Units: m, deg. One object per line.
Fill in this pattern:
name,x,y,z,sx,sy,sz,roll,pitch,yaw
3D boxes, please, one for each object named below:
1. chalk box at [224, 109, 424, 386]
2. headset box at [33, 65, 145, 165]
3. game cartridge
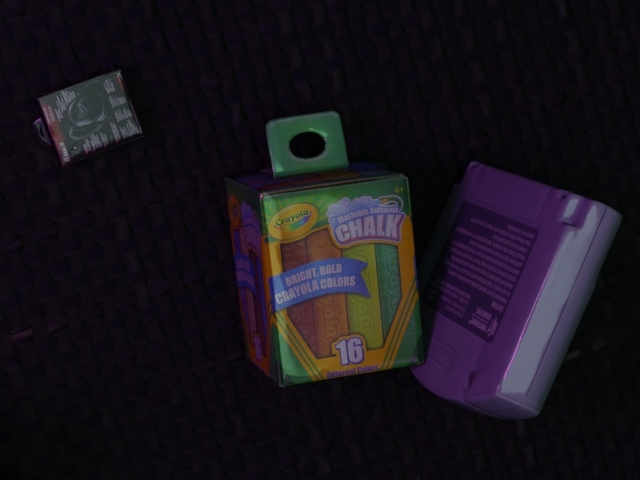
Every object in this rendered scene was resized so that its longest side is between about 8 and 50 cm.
chalk box,0.000,0.000,1.626,0.132,0.132,0.213,-9,101,-14
headset box,-0.197,-0.103,1.606,0.083,0.032,0.062,-22,103,-10
game cartridge,0.144,0.042,1.588,0.060,0.294,0.196,26,92,-16
